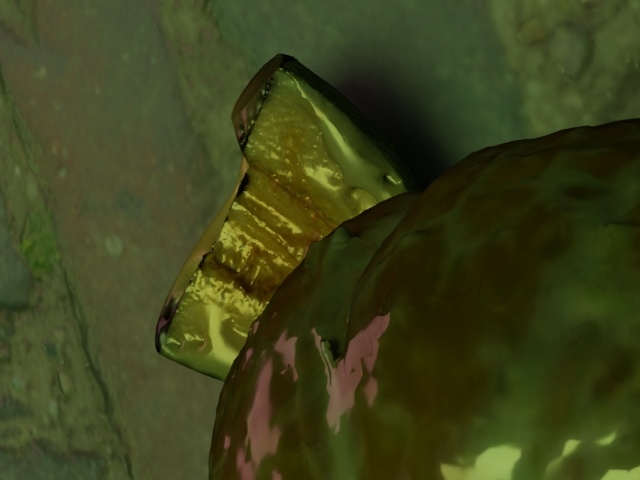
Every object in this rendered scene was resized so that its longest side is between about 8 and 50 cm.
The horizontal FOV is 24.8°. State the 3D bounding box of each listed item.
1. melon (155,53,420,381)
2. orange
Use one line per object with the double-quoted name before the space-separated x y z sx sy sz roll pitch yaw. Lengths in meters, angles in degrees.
"melon" 0.000 0.000 0.652 0.128 0.079 0.160 35 121 13
"orange" 0.112 0.122 0.445 0.329 0.249 0.329 16 113 41
